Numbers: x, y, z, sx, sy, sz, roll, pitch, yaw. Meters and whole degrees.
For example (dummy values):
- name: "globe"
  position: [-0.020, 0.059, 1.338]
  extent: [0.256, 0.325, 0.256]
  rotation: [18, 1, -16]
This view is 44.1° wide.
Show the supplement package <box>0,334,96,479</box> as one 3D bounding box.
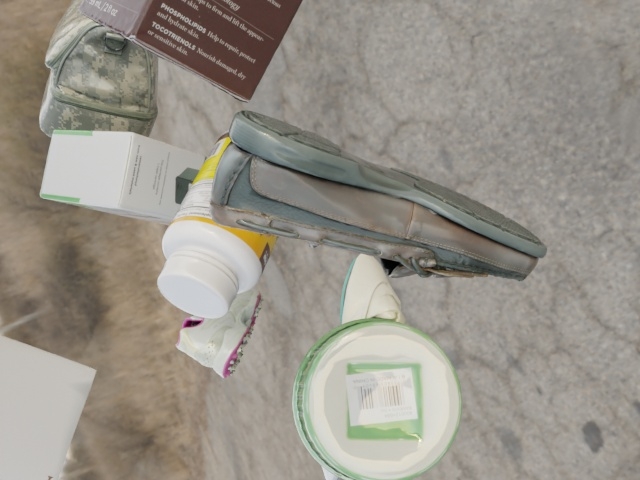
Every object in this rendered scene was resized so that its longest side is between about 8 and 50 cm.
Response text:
- name: "supplement package"
  position: [-0.520, 0.252, 1.215]
  extent: [0.145, 0.262, 0.204]
  rotation: [-7, 60, 49]

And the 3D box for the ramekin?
- name: "ramekin"
  position: [0.102, 0.281, 1.386]
  extent: [0.148, 0.303, 0.303]
  rotation: [103, 144, -79]

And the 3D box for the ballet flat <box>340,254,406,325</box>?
- name: "ballet flat"
  position: [0.098, 0.199, 1.515]
  extent: [0.139, 0.139, 0.400]
  rotation: [108, 179, -59]

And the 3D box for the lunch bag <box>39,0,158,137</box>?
- name: "lunch bag"
  position: [-0.403, -0.347, 1.496]
  extent: [0.305, 0.212, 0.256]
  rotation: [-105, 34, -52]

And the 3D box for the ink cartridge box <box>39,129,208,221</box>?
- name: "ink cartridge box"
  position: [-0.287, -0.095, 1.347]
  extent: [0.211, 0.289, 0.121]
  rotation: [7, 86, 36]

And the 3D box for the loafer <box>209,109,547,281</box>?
- name: "loafer"
  position: [0.044, -0.014, 0.603]
  extent: [0.084, 0.267, 0.096]
  rotation: [-65, 19, 14]

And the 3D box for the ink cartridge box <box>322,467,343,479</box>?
- name: "ink cartridge box"
  position: [0.050, 0.453, 1.773]
  extent: [0.145, 0.045, 0.179]
  rotation: [-63, 13, 10]

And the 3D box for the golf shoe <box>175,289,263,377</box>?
- name: "golf shoe"
  position: [-0.204, 0.165, 1.644]
  extent: [0.306, 0.140, 0.115]
  rotation: [-70, -1, -71]

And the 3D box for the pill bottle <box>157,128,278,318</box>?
- name: "pill bottle"
  position: [-0.104, -0.021, 0.905]
  extent: [0.117, 0.215, 0.117]
  rotation: [15, 145, 11]

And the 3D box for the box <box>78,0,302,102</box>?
- name: "box"
  position: [-0.134, -0.295, 0.892]
  extent: [0.168, 0.167, 0.203]
  rotation: [35, 99, 47]

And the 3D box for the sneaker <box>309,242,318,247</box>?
- name: "sneaker"
  position: [0.000, 0.000, 1.903]
  extent: [0.069, 0.098, 0.038]
  rotation: [-36, 42, 36]
